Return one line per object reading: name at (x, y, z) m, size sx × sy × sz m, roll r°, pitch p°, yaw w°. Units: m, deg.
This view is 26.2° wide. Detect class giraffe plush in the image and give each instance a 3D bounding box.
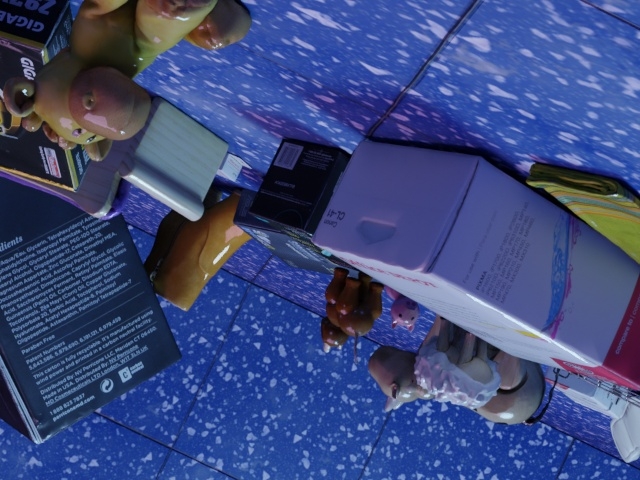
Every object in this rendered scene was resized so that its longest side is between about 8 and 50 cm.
giraffe plush at (-0.186, -0.159, 1.184) m, size 0.181 × 0.170 × 0.210 m, roll 29°, pitch 172°, yaw -25°

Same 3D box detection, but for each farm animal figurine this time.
farm animal figurine at (0.160, 0.146, 1.752) m, size 0.330 × 0.172 × 0.327 m, roll 2°, pitch -165°, yaw -46°

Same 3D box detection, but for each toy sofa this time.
toy sofa at (-0.318, -0.119, 1.896) m, size 0.362 × 0.177 × 0.150 m, roll 18°, pitch 169°, yaw 41°

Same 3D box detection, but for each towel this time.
towel at (0.290, -0.005, 1.262) m, size 0.237 × 0.021 × 0.102 m, roll 31°, pitch 171°, yaw -41°

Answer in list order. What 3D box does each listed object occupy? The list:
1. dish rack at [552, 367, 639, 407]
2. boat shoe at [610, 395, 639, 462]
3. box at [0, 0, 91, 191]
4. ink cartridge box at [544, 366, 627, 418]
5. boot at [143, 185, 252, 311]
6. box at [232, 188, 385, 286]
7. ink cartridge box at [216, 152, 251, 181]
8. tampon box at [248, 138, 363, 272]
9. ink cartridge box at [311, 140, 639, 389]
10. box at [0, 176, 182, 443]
dish rack at (0.437, 0.192, 1.980) m, size 0.271 × 0.074 × 0.208 m, roll 25°, pitch 172°, yaw 16°
boat shoe at (0.589, 0.320, 2.392) m, size 0.099 × 0.116 × 0.319 m, roll -17°, pitch 167°, yaw -6°
box at (-0.402, -0.194, 1.582) m, size 0.257 × 0.079 × 0.322 m, roll 19°, pitch 155°, yaw 5°
ink cartridge box at (0.452, 0.244, 2.329) m, size 0.099 × 0.056 × 0.135 m, roll 21°, pitch 171°, yaw 36°
boot at (-0.170, 0.021, 2.239) m, size 0.104 × 0.211 × 0.295 m, roll 31°, pitch 171°, yaw -41°
box at (0.000, 0.000, 2.030) m, size 0.183 × 0.059 × 0.233 m, roll 11°, pitch 168°, yaw 23°
ink cartridge box at (-0.144, -0.110, 1.944) m, size 0.083 × 0.028 × 0.048 m, roll 21°, pitch 172°, yaw 27°
tampon box at (0.022, -0.035, 1.631) m, size 0.161 × 0.101 × 0.120 m, roll 30°, pitch 172°, yaw -39°
ink cartridge box at (0.181, 0.025, 1.412) m, size 0.306 × 0.131 × 0.226 m, roll 30°, pitch 172°, yaw -30°
box at (-0.530, 0.025, 2.330) m, size 0.480 × 0.297 × 0.471 m, roll 14°, pitch 130°, yaw 57°
